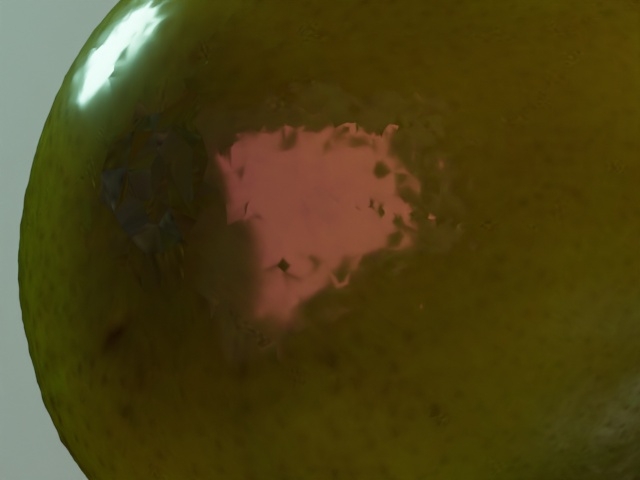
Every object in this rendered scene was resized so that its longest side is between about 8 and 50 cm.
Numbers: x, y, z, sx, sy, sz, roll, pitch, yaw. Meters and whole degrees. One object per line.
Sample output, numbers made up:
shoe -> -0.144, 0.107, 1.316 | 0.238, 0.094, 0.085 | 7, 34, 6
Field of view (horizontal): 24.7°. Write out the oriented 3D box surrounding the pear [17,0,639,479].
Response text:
pear -> 0.000, 0.000, 0.644 | 0.386, 0.191, 0.340 | -27, 69, 33
